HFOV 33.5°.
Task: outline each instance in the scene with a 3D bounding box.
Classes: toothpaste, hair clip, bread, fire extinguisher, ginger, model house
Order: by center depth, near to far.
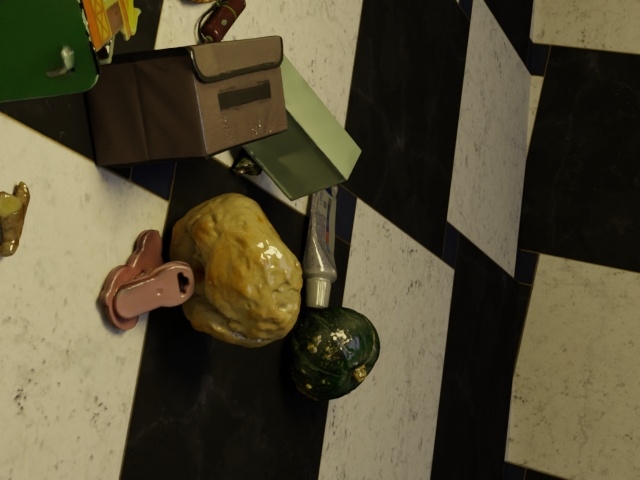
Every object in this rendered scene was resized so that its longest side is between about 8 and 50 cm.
[{"bbox_3d":[-0.346,-0.364,1.176,0.313,0.242,0.358,-74,154,-61],"label":"model house"},{"bbox_3d":[-0.372,-0.029,1.285,0.048,0.030,0.097,42,53,-59],"label":"ginger"},{"bbox_3d":[-0.260,0.063,1.523,0.138,0.102,0.123,-25,117,-25],"label":"hair clip"},{"bbox_3d":[-0.134,0.048,1.574,0.134,0.244,0.244,-12,105,-32],"label":"bread"},{"bbox_3d":[-0.159,-0.346,1.686,0.056,0.039,0.132,49,45,-24],"label":"fire extinguisher"},{"bbox_3d":[0.000,-0.001,2.023,0.099,0.068,0.282,107,-13,-67],"label":"toothpaste"}]

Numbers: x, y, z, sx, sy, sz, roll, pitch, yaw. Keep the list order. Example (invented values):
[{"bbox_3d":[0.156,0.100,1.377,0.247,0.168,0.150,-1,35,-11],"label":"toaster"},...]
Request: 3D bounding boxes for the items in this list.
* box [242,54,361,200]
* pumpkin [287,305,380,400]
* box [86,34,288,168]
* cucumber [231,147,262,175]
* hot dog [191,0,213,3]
[{"bbox_3d":[-0.056,-0.184,1.724,0.225,0.129,0.086,49,45,-25],"label":"box"},{"bbox_3d":[0.024,0.207,1.955,0.190,0.146,0.190,-18,130,-22],"label":"pumpkin"},{"bbox_3d":[-0.181,-0.199,1.496,0.252,0.188,0.153,-32,118,-62],"label":"box"},{"bbox_3d":[-0.101,-0.174,1.811,0.053,0.053,0.181,66,34,-42],"label":"cucumber"},{"bbox_3d":[-0.181,-0.390,1.647,0.122,0.037,0.049,-26,103,-67],"label":"hot dog"}]
